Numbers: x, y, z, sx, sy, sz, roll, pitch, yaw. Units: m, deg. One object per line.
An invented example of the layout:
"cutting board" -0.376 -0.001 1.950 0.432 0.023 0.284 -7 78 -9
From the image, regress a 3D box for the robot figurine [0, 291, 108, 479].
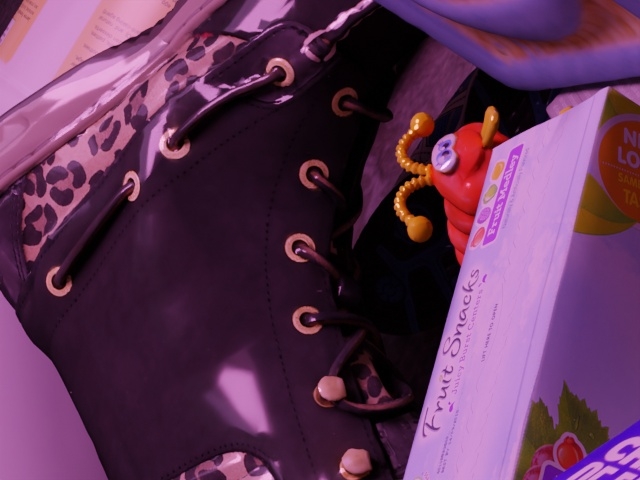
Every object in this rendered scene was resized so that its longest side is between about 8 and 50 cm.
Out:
"robot figurine" -0.187 0.149 1.128 0.200 0.300 0.353 79 180 -74

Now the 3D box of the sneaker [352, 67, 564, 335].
"sneaker" 0.089 -0.035 1.059 0.211 0.080 0.081 -53 0 14

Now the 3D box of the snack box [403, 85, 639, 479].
"snack box" 0.134 0.077 0.617 0.070 0.207 0.174 -28 37 52

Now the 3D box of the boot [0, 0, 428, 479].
"boot" 0.000 0.000 0.971 0.377 0.138 0.284 -29 74 16

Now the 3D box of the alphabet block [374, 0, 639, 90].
"alphabet block" 0.098 -0.197 0.800 0.197 0.193 0.192 -63 22 -10

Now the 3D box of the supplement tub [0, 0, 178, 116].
"supplement tub" -0.091 -0.131 1.325 0.331 0.241 0.241 -58 22 3

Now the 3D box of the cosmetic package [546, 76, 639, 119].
"cosmetic package" 0.217 -0.099 0.811 0.238 0.107 0.127 -49 24 18

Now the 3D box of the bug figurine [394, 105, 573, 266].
"bug figurine" 0.076 0.090 0.744 0.072 0.216 0.279 -6 47 12

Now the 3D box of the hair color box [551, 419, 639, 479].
"hair color box" 0.064 0.182 0.470 0.339 0.185 0.110 -32 16 -19
